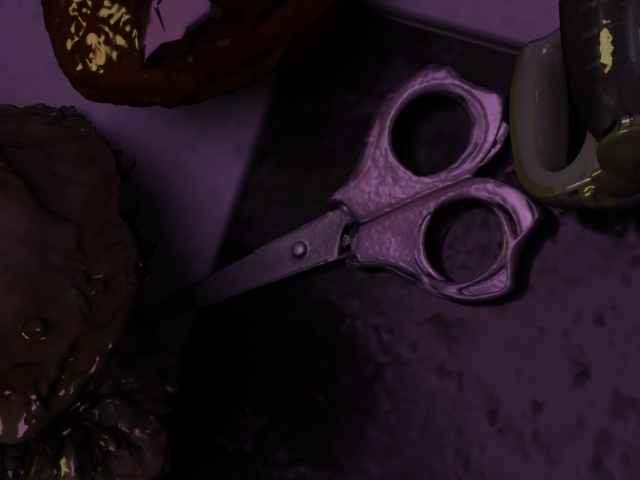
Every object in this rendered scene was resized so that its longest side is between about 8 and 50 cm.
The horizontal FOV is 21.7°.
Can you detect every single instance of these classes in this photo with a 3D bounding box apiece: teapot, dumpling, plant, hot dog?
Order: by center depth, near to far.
[{"bbox_3d":[0.125,-0.056,0.607,0.092,0.124,0.091,11,70,-5],"label":"teapot"},{"bbox_3d":[-0.120,0.074,0.682,0.116,0.122,0.104,35,108,19],"label":"plant"},{"bbox_3d":[-0.060,-0.163,0.701,0.160,0.099,0.227,-5,80,24],"label":"hot dog"},{"bbox_3d":[-0.177,-0.021,0.702,0.332,0.086,0.166,12,60,44],"label":"dumpling"}]

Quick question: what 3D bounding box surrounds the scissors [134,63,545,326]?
[{"bbox_3d":[0.000,0.000,0.693,0.189,0.015,0.100,-23,75,21],"label":"scissors"}]
